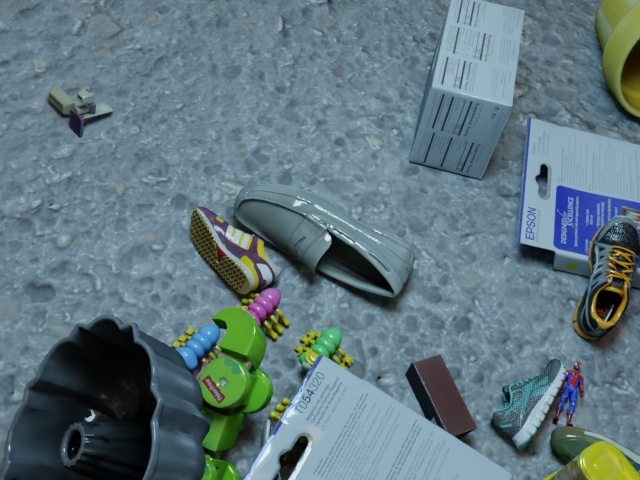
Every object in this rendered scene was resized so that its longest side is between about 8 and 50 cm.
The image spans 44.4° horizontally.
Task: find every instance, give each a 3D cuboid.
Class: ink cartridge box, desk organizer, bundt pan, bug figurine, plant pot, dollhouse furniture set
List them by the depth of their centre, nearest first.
[{"bbox_3d":[-0.263,0.267,0.992,0.124,0.331,0.331,26,43,-43],"label":"bundt pan"},{"bbox_3d":[0.056,0.373,1.062,0.330,0.071,0.324,32,58,5],"label":"ink cartridge box"},{"bbox_3d":[-0.082,0.180,1.190,0.279,0.072,0.216,32,58,14],"label":"bug figurine"},{"bbox_3d":[0.183,0.244,1.199,0.050,0.047,0.130,-13,59,-19],"label":"desk organizer"},{"bbox_3d":[-0.437,-0.268,1.442,0.114,0.091,0.081,41,45,22],"label":"dollhouse furniture set"},{"bbox_3d":[0.512,-0.067,1.444,0.307,0.072,0.303,13,57,3],"label":"ink cartridge box"},{"bbox_3d":[0.685,-0.414,1.606,0.254,0.254,0.239,1,41,-7],"label":"plant pot"}]

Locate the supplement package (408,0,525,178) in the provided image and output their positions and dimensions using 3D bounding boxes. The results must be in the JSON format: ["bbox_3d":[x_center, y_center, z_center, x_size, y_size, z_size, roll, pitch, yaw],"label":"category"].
[{"bbox_3d":[0.275,-0.288,1.473,0.145,0.204,0.262,15,56,3],"label":"supplement package"}]

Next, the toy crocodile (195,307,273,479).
[{"bbox_3d":[-0.152,0.258,1.063,0.105,0.115,0.340,16,80,21],"label":"toy crocodile"}]

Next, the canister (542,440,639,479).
[{"bbox_3d":[0.374,0.358,1.074,0.073,0.170,0.126,-23,62,-22],"label":"canister"}]

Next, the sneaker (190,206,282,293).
[{"bbox_3d":[-0.143,0.010,1.306,0.084,0.069,0.185,-20,60,-39],"label":"sneaker"}]

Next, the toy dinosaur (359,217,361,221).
[{"bbox_3d":[0.033,-0.019,1.360,0.082,0.047,0.090,-12,68,6],"label":"toy dinosaur"}]

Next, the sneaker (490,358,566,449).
[{"bbox_3d":[0.322,0.238,1.215,0.076,0.065,0.166,31,56,17],"label":"sneaker"}]

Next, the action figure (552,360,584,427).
[{"bbox_3d":[0.397,0.240,1.244,0.038,0.030,0.115,19,54,11],"label":"action figure"}]

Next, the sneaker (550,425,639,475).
[{"bbox_3d":[0.426,0.347,1.145,0.192,0.064,0.086,25,42,5],"label":"sneaker"}]

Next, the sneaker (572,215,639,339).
[{"bbox_3d":[0.484,0.061,1.295,0.084,0.083,0.215,16,83,3],"label":"sneaker"}]

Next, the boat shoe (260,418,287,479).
[{"bbox_3d":[-0.065,0.313,1.094,0.038,0.046,0.125,2,87,-8],"label":"boat shoe"}]

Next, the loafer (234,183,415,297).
[{"bbox_3d":[0.000,0.000,1.294,0.319,0.112,0.111,21,41,6],"label":"loafer"}]
